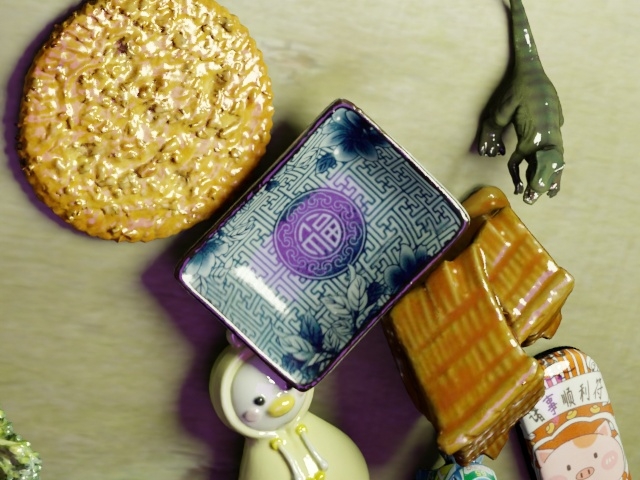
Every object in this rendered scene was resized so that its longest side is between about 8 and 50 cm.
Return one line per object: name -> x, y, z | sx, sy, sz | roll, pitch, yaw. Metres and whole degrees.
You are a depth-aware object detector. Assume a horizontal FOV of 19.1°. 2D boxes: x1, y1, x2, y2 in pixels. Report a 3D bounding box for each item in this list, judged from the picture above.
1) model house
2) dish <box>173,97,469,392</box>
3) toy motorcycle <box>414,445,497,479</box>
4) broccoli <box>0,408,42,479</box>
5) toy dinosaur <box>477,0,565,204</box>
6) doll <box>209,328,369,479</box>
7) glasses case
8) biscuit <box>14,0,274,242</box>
model house -> 0.165, 0.097, 1.883 | 0.199, 0.229, 0.219 | -33, 119, 0
dish -> 0.000, 0.000, 1.845 | 0.182, 0.080, 0.243 | 43, 95, -10
toy motorcycle -> 0.131, 0.304, 1.995 | 0.092, 0.135, 0.254 | 11, 105, -25
broccoli -> -0.424, 0.152, 1.697 | 0.221, 0.252, 0.361 | -38, 94, -8
toy dinosaur -> 0.223, -0.135, 1.856 | 0.087, 0.187, 0.179 | -1, 137, -23
doll -> -0.033, 0.211, 1.906 | 0.141, 0.117, 0.296 | -27, 118, -13
glasses case -> 0.277, 0.236, 2.066 | 0.103, 0.067, 0.267 | -26, 118, -12
biscuit -> -0.161, -0.115, 1.777 | 0.254, 0.035, 0.254 | -8, 112, -19
